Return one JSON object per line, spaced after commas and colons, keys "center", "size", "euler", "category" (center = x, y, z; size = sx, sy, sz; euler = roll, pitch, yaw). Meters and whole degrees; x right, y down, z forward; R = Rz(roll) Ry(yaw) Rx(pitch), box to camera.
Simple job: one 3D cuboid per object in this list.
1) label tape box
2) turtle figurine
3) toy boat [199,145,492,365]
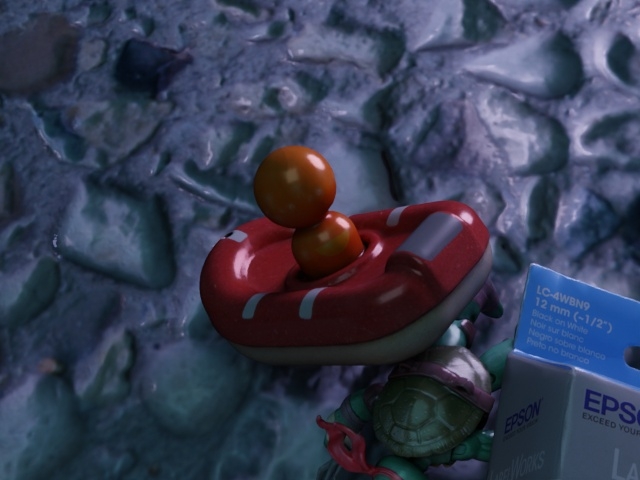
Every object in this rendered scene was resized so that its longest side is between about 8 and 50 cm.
{"center": [0.230, 0.183, 0.613], "size": [0.249, 0.115, 0.347], "euler": [20, 63, -7], "category": "label tape box"}
{"center": [0.092, 0.125, 0.725], "size": [0.175, 0.118, 0.234], "euler": [25, 61, 23], "category": "turtle figurine"}
{"center": [0.000, 0.000, 0.750], "size": [0.231, 0.151, 0.151], "euler": [-8, 27, 45], "category": "toy boat"}
